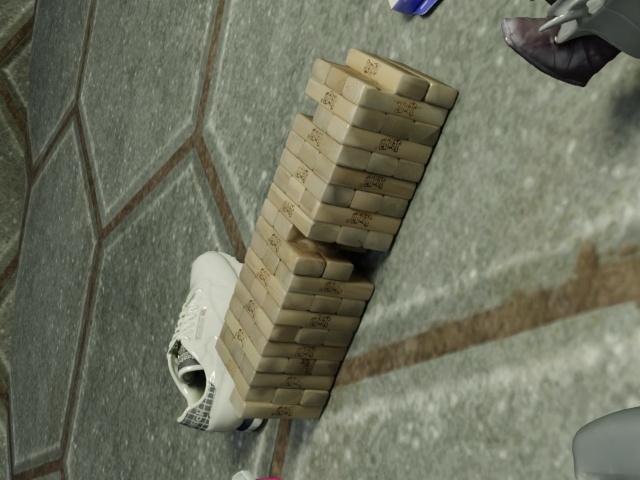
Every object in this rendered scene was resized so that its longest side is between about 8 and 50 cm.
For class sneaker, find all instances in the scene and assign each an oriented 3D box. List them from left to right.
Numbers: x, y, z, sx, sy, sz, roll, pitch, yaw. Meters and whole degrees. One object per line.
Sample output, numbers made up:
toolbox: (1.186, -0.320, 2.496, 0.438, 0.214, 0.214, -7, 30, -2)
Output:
sneaker: (-0.126, 0.104, 0.848, 0.090, 0.095, 0.235, -55, 39, 38)

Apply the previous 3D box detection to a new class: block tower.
block tower: (0.000, 0.000, 0.675, 0.097, 0.091, 0.335, 46, 121, 53)

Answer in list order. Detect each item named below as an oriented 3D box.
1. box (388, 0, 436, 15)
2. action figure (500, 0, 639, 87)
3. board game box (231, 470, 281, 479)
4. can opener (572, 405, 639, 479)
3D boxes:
box: (0.083, -0.267, 0.664, 0.081, 0.028, 0.136, -45, 45, 43)
action figure: (0.224, -0.184, 0.355, 0.285, 0.099, 0.185, -33, 41, 45)
board game box: (-0.019, 0.464, 0.634, 0.390, 0.050, 0.389, 28, 107, 57)
can opener: (0.222, 0.112, 0.311, 0.283, 0.076, 0.095, -22, 65, 53)
